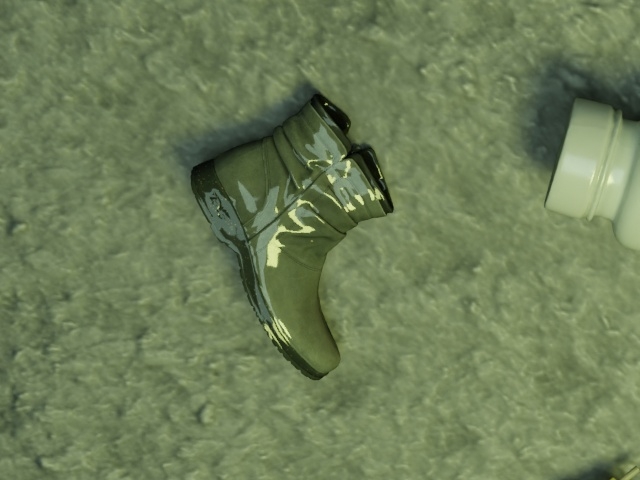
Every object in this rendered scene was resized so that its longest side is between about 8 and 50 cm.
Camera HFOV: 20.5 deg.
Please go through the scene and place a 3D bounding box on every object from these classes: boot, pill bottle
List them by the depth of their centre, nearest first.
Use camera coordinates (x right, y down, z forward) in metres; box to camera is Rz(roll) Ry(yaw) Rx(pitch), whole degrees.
[{"bbox_3d":[0.318,-0.046,1.536,0.229,0.131,0.131,16,110,5],"label":"pill bottle"},{"bbox_3d":[0.000,0.000,1.642,0.161,0.083,0.246,-26,103,11],"label":"boot"}]

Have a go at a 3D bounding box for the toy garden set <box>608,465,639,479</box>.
[{"bbox_3d":[0.360,0.268,1.641,0.244,0.049,0.204,-40,80,9],"label":"toy garden set"}]
